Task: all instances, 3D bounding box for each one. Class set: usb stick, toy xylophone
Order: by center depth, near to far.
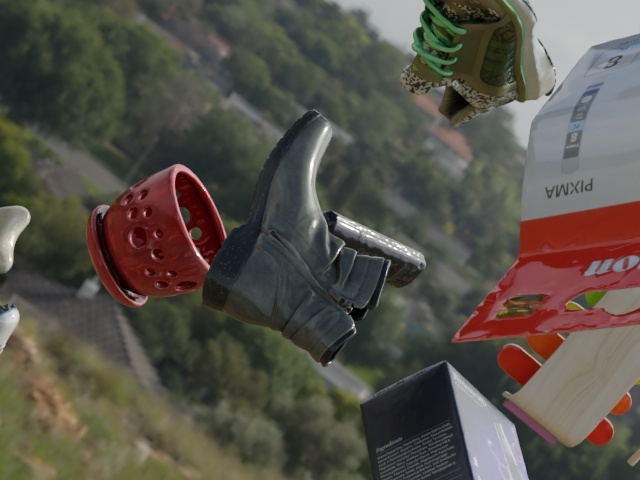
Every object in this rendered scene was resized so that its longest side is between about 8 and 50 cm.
[{"bbox_3d":[0.414,0.174,2.154,0.236,0.322,0.081,47,11,-6],"label":"toy xylophone"},{"bbox_3d":[0.067,0.015,2.364,0.278,0.077,0.045,24,30,-51],"label":"usb stick"}]

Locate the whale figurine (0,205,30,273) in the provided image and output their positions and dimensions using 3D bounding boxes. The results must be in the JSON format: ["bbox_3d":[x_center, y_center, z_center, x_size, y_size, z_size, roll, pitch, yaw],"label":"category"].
[{"bbox_3d":[-0.536,-0.019,2.094,0.272,0.216,0.141,14,-30,1],"label":"whale figurine"}]

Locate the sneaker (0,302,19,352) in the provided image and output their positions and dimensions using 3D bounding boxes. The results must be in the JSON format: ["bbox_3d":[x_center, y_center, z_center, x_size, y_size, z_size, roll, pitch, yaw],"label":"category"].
[{"bbox_3d":[-0.456,0.152,2.046,0.085,0.237,0.086,-18,74,-42],"label":"sneaker"}]

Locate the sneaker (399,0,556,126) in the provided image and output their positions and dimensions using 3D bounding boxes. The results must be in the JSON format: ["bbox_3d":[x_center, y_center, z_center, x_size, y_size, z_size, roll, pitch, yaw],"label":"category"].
[{"bbox_3d":[0.181,-0.259,1.997,0.158,0.182,0.410,53,2,33],"label":"sneaker"}]

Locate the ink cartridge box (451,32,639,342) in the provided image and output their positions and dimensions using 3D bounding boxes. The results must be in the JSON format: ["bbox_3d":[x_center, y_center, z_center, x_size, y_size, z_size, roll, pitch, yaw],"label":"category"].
[{"bbox_3d":[0.293,-0.071,1.253,0.308,0.385,0.091,-10,-64,41],"label":"ink cartridge box"}]

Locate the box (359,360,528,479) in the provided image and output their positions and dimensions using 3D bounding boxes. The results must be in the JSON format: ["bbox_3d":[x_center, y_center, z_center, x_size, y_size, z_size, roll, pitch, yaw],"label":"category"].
[{"bbox_3d":[0.134,0.251,1.524,0.153,0.108,0.207,42,27,-42],"label":"box"}]

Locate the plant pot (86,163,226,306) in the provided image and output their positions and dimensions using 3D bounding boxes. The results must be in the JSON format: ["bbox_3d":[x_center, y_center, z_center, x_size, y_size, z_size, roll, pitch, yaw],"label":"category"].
[{"bbox_3d":[-0.255,-0.001,2.358,0.191,0.174,0.191,-21,90,-77],"label":"plant pot"}]

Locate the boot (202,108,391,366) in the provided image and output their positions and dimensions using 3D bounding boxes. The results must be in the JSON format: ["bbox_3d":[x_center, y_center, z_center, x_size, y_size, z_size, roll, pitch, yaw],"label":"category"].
[{"bbox_3d":[0.000,0.000,1.529,0.161,0.246,0.083,24,-24,6],"label":"boot"}]
